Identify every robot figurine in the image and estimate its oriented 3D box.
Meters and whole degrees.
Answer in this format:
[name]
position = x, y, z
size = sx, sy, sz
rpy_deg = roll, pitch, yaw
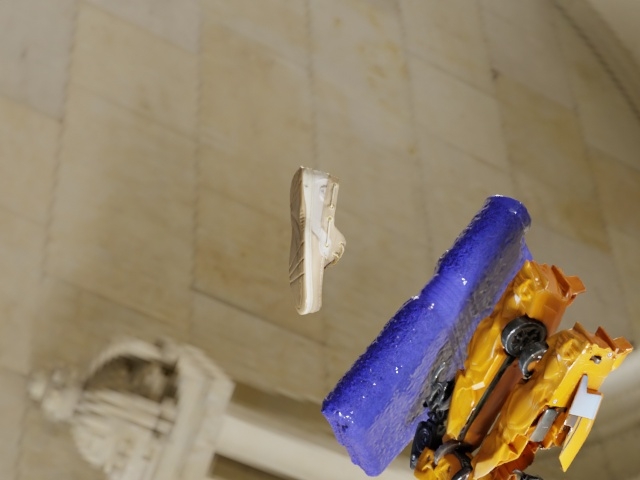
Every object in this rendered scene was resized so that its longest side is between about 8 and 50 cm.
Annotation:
[robot figurine]
position = 0.189, 0.179, 1.613
size = 0.291, 0.085, 0.211
rpy_deg = -64, -148, 26

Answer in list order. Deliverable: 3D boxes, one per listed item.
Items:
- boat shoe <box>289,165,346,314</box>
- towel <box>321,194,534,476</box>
[boat shoe]
position = 0.000, 0.000, 1.773
size = 0.063, 0.059, 0.170
rpy_deg = 134, -41, -65
[towel]
position = 0.116, 0.101, 1.748
size = 0.308, 0.076, 0.227
rpy_deg = -50, 157, -12
